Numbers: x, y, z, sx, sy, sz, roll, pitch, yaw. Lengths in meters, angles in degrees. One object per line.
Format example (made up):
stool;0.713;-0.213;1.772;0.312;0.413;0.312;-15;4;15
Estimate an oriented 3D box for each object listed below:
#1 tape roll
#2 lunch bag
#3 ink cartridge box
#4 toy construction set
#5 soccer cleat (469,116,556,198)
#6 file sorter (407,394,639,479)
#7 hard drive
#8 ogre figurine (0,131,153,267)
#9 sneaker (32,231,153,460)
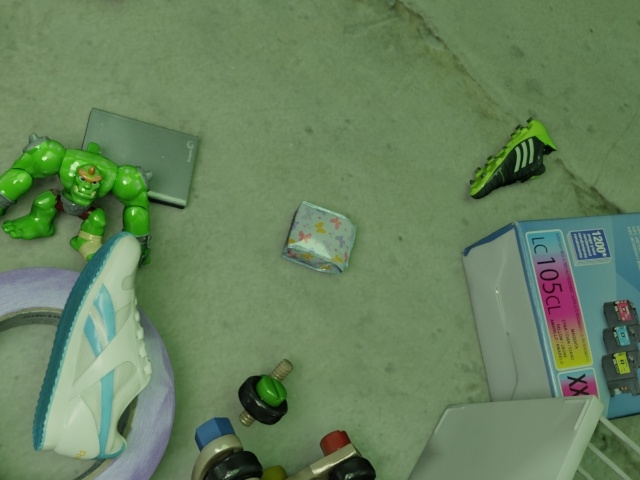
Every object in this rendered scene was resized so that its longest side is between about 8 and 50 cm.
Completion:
tape roll;-0.296;0.170;0.897;0.274;0.090;0.275;6;73;-22
lunch bag;0.000;0.000;1.088;0.083;0.053;0.071;18;67;-7
ink cartridge box;0.419;0.104;1.182;0.395;0.151;0.270;-4;77;-25
toy construction set;-0.056;0.333;0.905;0.309;0.257;0.237;45;107;12
soccer cleat;0.282;-0.107;1.232;0.072;0.060;0.179;49;61;-5
file sorter;0.237;0.312;0.979;0.173;0.277;0.193;41;64;-12
hard drive;-0.222;-0.099;1.040;0.135;0.022;0.094;14;70;-19
ogre figurine;-0.275;-0.047;0.956;0.197;0.097;0.118;23;105;-2
sneaker;-0.215;0.104;0.859;0.092;0.087;0.229;19;76;-24
